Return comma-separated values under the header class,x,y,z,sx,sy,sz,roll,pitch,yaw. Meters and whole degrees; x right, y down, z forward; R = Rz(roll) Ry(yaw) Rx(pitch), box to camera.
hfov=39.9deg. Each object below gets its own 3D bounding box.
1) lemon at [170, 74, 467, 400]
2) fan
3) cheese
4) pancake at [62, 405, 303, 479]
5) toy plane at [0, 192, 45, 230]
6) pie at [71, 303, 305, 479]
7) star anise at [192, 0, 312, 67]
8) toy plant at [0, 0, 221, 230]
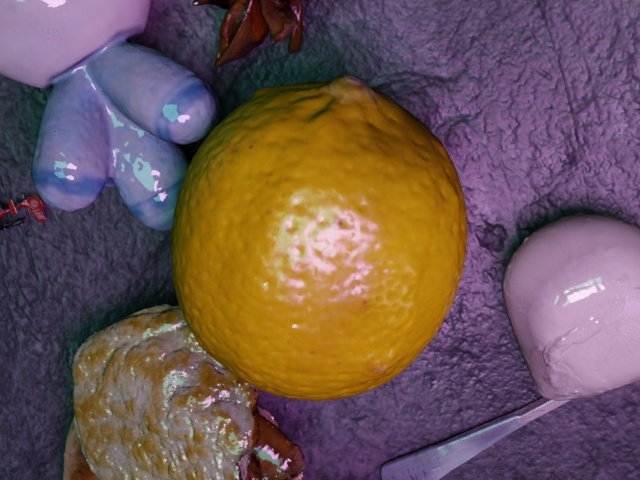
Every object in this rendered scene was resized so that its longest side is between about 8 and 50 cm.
class,x,y,z,sx,sy,sz,roll,pitch,yaw
lemon,0.000,0.002,0.927,0.336,0.336,0.336,2,101,10
fan,0.201,0.245,1.082,0.282,0.023,0.057,-30,93,15
cheese,0.295,0.063,0.959,0.198,0.154,0.189,-27,115,11
pancake,-0.183,0.330,1.141,0.356,0.065,0.356,1,97,11
toy plane,-0.420,-0.034,1.127,0.145,0.037,0.060,-13,102,13
pie,-0.175,0.215,1.048,0.257,0.105,0.274,-27,84,15
star anise,-0.051,-0.298,0.973,0.212,0.111,0.196,-31,73,44
toy plant,-0.234,-0.162,0.981,0.247,0.247,0.332,-27,99,14
